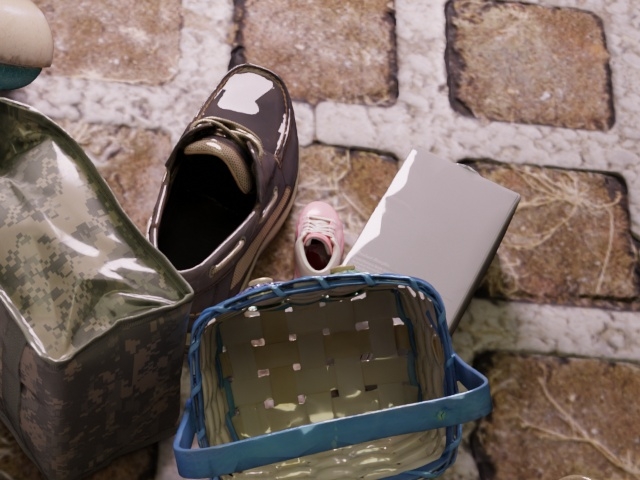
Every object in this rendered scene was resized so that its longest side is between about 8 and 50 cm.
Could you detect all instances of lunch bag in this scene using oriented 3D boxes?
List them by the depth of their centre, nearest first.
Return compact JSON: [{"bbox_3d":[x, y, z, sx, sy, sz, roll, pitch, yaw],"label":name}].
[{"bbox_3d":[-0.254,0.041,1.670,0.169,0.235,0.287,-26,62,-25],"label":"lunch bag"}]

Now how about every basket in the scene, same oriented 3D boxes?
[{"bbox_3d":[-0.001,0.131,1.583,0.255,0.201,0.289,-10,13,-4],"label":"basket"}]

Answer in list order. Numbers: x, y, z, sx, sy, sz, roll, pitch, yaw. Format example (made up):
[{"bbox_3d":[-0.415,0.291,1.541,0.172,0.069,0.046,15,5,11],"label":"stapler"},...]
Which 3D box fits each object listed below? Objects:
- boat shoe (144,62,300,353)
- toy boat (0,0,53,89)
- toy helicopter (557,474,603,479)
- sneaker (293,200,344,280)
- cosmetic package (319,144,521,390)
[{"bbox_3d":[-0.091,-0.053,1.844,0.132,0.130,0.355,14,51,-1],"label":"boat shoe"},{"bbox_3d":[-0.428,-0.212,1.878,0.318,0.148,0.267,19,8,15],"label":"toy boat"},{"bbox_3d":[0.111,0.296,1.495,0.140,0.355,0.235,16,53,-39],"label":"toy helicopter"},{"bbox_3d":[0.000,0.000,1.861,0.051,0.070,0.134,9,50,-2],"label":"sneaker"},{"bbox_3d":[0.092,0.032,1.836,0.127,0.107,0.238,27,49,9],"label":"cosmetic package"}]
